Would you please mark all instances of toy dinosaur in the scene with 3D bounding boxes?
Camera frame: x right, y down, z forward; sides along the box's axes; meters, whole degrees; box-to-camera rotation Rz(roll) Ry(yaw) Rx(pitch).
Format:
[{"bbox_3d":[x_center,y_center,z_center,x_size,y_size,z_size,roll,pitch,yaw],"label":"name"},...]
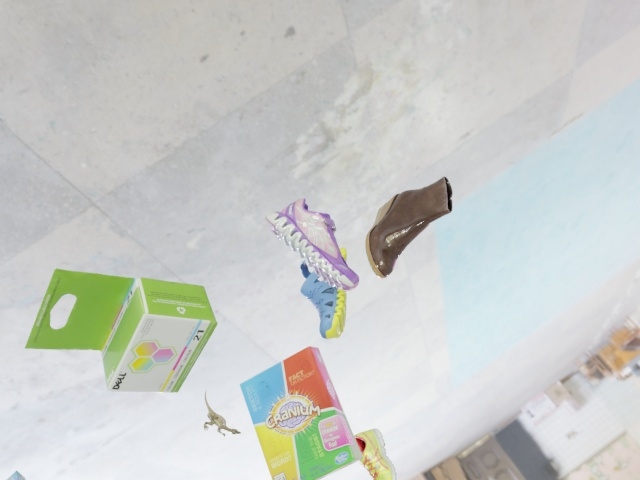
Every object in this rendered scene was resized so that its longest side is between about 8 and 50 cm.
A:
[{"bbox_3d":[-0.338,0.570,1.954,0.053,0.183,0.092,-48,167,12],"label":"toy dinosaur"}]

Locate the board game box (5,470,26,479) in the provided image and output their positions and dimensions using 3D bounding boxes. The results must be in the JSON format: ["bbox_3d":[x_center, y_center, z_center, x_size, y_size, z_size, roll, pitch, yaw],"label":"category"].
[{"bbox_3d":[-0.761,0.660,1.447,0.160,0.211,0.039,-44,117,-21],"label":"board game box"}]

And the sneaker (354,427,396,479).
[{"bbox_3d":[0.151,0.653,1.789,0.094,0.208,0.081,7,127,-26],"label":"sneaker"}]

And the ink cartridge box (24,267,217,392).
[{"bbox_3d":[-0.333,0.158,1.020,0.255,0.097,0.189,11,123,-36],"label":"ink cartridge box"}]

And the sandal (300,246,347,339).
[{"bbox_3d":[0.008,0.147,1.706,0.138,0.317,0.126,1,129,0],"label":"sandal"}]

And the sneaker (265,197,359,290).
[{"bbox_3d":[0.000,0.000,1.216,0.104,0.236,0.095,-42,158,-14],"label":"sneaker"}]

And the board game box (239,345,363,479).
[{"bbox_3d":[-0.058,0.479,1.630,0.242,0.317,0.064,-31,155,14],"label":"board game box"}]

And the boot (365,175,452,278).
[{"bbox_3d":[0.216,-0.037,1.467,0.207,0.248,0.090,-24,128,35],"label":"boot"}]
